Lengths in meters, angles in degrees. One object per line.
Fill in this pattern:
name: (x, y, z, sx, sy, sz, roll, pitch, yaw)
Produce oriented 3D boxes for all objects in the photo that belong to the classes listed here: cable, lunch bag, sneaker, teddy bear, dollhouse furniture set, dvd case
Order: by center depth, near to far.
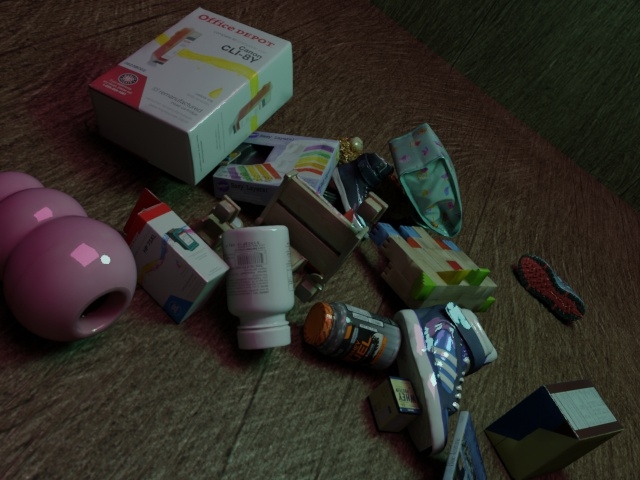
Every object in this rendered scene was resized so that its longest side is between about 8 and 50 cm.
dvd case: (0.277, 0.480, 1.305, 0.253, 0.022, 0.180, -52, 129, -57)
dollhouse furniture set: (-0.049, -0.063, 1.432, 0.303, 0.355, 0.174, 42, 33, 7)
sneaker: (0.295, 0.289, 1.457, 0.236, 0.130, 0.323, 1, 61, -19)
cable: (-0.066, -0.130, 1.792, 0.139, 0.072, 0.287, 37, 17, 29)
sneaker: (0.137, -0.131, 1.833, 0.086, 0.163, 0.226, 25, 42, -67)
lunch bag: (0.308, -0.157, 1.899, 0.262, 0.160, 0.223, 58, 15, -33)
teddy bear: (0.156, -0.193, 2.000, 0.338, 0.113, 0.245, 51, 33, 17)
sneaker: (0.734, 0.150, 2.178, 0.262, 0.104, 0.125, 49, 17, 8)

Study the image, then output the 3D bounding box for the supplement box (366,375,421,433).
supplement box: (0.150, 0.338, 1.389, 0.056, 0.083, 0.083, 15, 40, -32)

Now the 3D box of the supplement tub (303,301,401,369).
supplement tub: (0.067, 0.200, 1.444, 0.190, 0.117, 0.117, 20, 38, -25)

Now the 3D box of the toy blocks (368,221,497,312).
toy blocks: (0.279, 0.067, 1.775, 0.381, 0.191, 0.261, 5, 36, -46)

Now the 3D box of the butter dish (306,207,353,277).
butter dish: (0.000, 0.000, 1.620, 0.118, 0.160, 0.160, 21, 30, 16)

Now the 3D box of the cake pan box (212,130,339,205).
cake pan box: (-0.106, -0.177, 1.658, 0.267, 0.070, 0.246, 9, 36, 13)

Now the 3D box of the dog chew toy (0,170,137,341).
dog chew toy: (-0.456, 0.009, 1.115, 0.332, 0.206, 0.206, 42, 33, 20)

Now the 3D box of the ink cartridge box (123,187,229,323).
ink cartridge box: (-0.300, 0.027, 1.287, 0.231, 0.134, 0.078, 43, 34, 8)

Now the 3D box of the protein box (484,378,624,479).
protein box: (0.528, 0.427, 1.534, 0.201, 0.200, 0.136, 5, 46, -40)

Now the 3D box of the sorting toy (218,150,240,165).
sorting toy: (-0.242, -0.202, 1.633, 0.083, 0.012, 0.062, 8, 39, 29)

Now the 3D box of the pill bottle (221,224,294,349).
pill bottle: (-0.118, 0.090, 1.312, 0.131, 0.131, 0.229, -3, 88, -45)

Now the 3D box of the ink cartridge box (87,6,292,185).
ink cartridge box: (-0.279, -0.342, 1.537, 0.279, 0.160, 0.384, 26, 53, 19)
